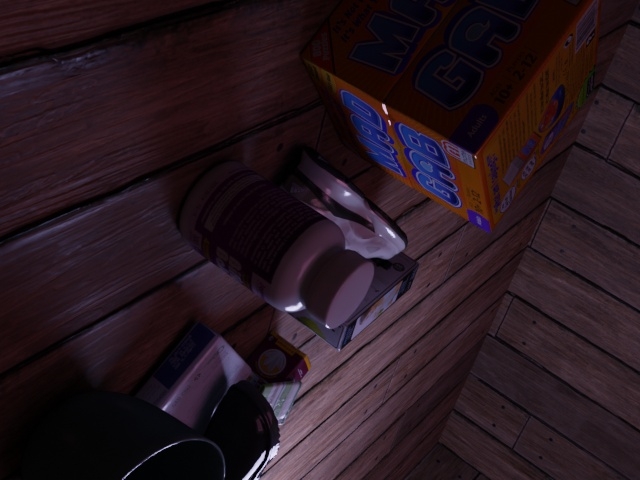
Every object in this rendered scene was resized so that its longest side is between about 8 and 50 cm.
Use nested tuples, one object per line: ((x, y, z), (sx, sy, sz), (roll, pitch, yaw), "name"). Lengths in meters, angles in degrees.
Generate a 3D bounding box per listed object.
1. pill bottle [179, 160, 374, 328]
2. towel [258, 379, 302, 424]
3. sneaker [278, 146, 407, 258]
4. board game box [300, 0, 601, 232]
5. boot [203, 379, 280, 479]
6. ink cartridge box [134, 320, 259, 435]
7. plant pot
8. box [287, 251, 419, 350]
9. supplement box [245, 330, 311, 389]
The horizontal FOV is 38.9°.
((-0.068, 0.011, 1.465), (0.169, 0.301, 0.169), (-44, 154, -28), "pill bottle")
((-0.105, 0.349, 1.945), (0.152, 0.023, 0.113), (12, 106, -59), "towel")
((-0.001, -0.001, 1.826), (0.257, 0.169, 0.447), (-49, 150, 3), "sneaker")
((0.244, -0.297, 1.617), (0.356, 0.356, 0.356), (-53, 157, -8), "board game box")
((-0.293, 0.503, 1.739), (0.445, 0.146, 0.367), (-30, 147, -38), "boot")
((-0.278, 0.341, 1.786), (0.324, 0.071, 0.330), (-51, 160, -12), "ink cartridge box")
((-0.341, 0.383, 1.468), (0.293, 0.235, 0.293), (-33, 139, -35), "plant pot")
((0.071, 0.104, 2.051), (0.290, 0.169, 0.087), (-37, 153, -42), "box")
((-0.121, 0.309, 2.011), (0.188, 0.104, 0.081), (-49, 155, -18), "supplement box")
